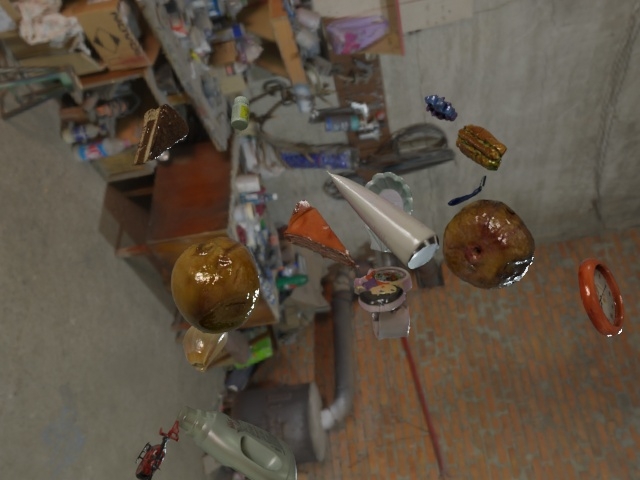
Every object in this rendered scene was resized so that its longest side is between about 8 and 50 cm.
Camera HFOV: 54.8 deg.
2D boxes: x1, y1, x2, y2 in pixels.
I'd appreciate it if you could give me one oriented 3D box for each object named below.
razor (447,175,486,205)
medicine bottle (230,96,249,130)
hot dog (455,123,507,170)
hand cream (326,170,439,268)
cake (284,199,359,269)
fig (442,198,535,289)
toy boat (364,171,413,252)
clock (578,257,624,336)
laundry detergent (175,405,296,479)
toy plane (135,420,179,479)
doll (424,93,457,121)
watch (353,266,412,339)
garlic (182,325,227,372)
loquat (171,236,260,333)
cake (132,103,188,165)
[{"bbox_3d":[0.434,-0.135,1.814,0.028,0.154,0.044,35,51,-15],"label":"razor"},{"bbox_3d":[-0.214,-0.341,1.655,0.047,0.047,0.083,69,20,-61],"label":"medicine bottle"},{"bbox_3d":[0.536,-0.318,2.072,0.115,0.072,0.269,-67,-156,17],"label":"hot dog"},{"bbox_3d":[0.170,-0.070,1.709,0.358,0.118,0.185,45,12,28],"label":"hand cream"},{"bbox_3d":[0.001,0.004,1.791,0.287,0.135,0.098,42,-21,34],"label":"cake"},{"bbox_3d":[0.559,-0.017,1.981,0.368,0.286,0.286,-38,122,-51],"label":"fig"},{"bbox_3d":[0.249,-0.104,2.263,0.100,0.199,0.291,-12,110,-64],"label":"toy boat"},{"bbox_3d":[0.712,0.145,1.575,0.205,0.051,0.205,21,59,-39],"label":"clock"},{"bbox_3d":[-0.269,0.644,1.947,0.397,0.125,0.264,35,2,-22],"label":"laundry detergent"},{"bbox_3d":[-0.291,0.382,1.102,0.037,0.145,0.060,31,4,-23],"label":"toy plane"},{"bbox_3d":[0.356,-0.397,1.842,0.110,0.067,0.206,37,11,9],"label":"doll"},{"bbox_3d":[0.210,0.228,2.053,0.244,0.196,0.231,-98,-175,-64],"label":"watch"},{"bbox_3d":[-0.417,0.379,2.295,0.245,0.145,0.164,-35,118,-73],"label":"garlic"},{"bbox_3d":[-0.314,0.135,1.876,0.284,0.275,0.276,78,6,-46],"label":"loquat"},{"bbox_3d":[-0.542,-0.333,2.119,0.135,0.112,0.246,37,46,-44],"label":"cake"}]
